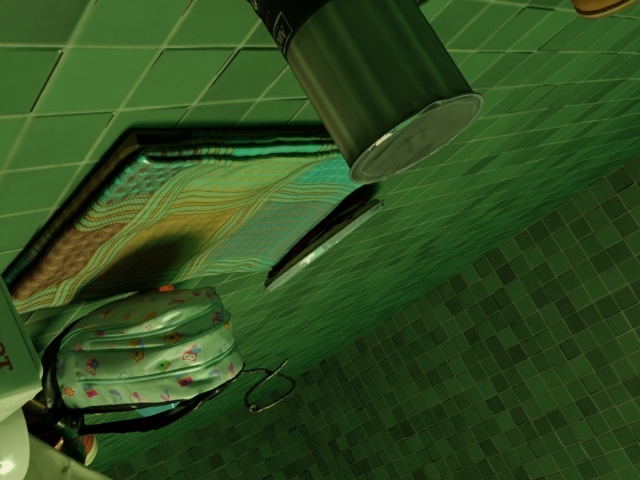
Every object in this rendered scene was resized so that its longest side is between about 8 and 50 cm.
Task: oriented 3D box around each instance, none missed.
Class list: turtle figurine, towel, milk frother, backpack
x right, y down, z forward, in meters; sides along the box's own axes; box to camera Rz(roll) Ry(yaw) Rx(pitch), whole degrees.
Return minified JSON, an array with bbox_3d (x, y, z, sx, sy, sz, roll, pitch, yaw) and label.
[{"bbox_3d":[-0.343,0.189,0.839,0.175,0.118,0.234,16,142,-23],"label":"turtle figurine"},{"bbox_3d":[-0.100,-0.020,0.719,0.271,0.040,0.370,-39,164,34],"label":"towel"},{"bbox_3d":[0.049,-0.121,0.425,0.143,0.135,0.129,-30,168,4],"label":"milk frother"},{"bbox_3d":[-0.169,0.110,0.721,0.182,0.115,0.152,-9,-162,26],"label":"backpack"}]

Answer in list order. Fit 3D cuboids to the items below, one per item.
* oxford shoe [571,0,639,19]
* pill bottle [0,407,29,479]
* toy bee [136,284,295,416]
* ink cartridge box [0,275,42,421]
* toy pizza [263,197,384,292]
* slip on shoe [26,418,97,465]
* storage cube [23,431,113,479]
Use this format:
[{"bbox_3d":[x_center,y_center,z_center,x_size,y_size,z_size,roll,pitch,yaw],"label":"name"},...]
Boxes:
[{"bbox_3d":[0.256,-0.252,0.561,0.076,0.076,0.212,10,153,-21],"label":"oxford shoe"},{"bbox_3d":[-0.408,0.198,0.571,0.323,0.182,0.181,-15,161,-49],"label":"pill bottle"},{"bbox_3d":[-0.195,0.125,0.910,0.298,0.162,0.195,-18,-160,7],"label":"toy bee"},{"bbox_3d":[-0.277,0.059,0.407,0.082,0.140,0.190,-37,165,28],"label":"ink cartridge box"},{"bbox_3d":[0.000,0.000,0.977,0.201,0.032,0.201,-37,179,-1],"label":"toy pizza"},{"bbox_3d":[-0.533,0.368,1.184,0.331,0.123,0.101,-22,134,-10],"label":"slip on shoe"},{"bbox_3d":[-0.343,0.340,0.766,0.193,0.215,0.184,-26,136,7],"label":"storage cube"}]
